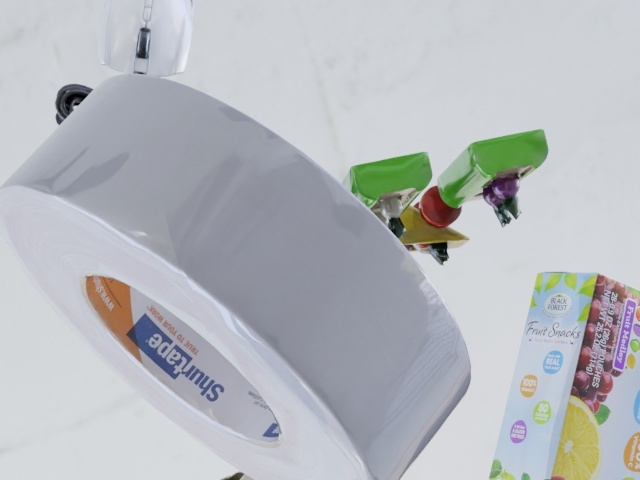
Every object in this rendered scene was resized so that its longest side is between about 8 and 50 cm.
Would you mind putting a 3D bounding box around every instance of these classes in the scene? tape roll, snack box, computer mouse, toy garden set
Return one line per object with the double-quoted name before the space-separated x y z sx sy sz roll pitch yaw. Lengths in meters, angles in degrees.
"tape roll" -0.042 0.029 0.630 0.072 0.219 0.219 -51 -47 -22
"snack box" 0.211 0.144 0.981 0.174 0.070 0.207 22 -101 -31
"computer mouse" -0.130 -0.148 1.012 0.106 0.193 0.042 5 -43 -7
"toy garden set" 0.000 0.000 0.845 0.244 0.204 0.049 -12 -97 -7

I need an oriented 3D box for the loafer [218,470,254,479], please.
"loafer" -0.028 0.217 1.076 0.092 0.268 0.102 45 -119 -7
